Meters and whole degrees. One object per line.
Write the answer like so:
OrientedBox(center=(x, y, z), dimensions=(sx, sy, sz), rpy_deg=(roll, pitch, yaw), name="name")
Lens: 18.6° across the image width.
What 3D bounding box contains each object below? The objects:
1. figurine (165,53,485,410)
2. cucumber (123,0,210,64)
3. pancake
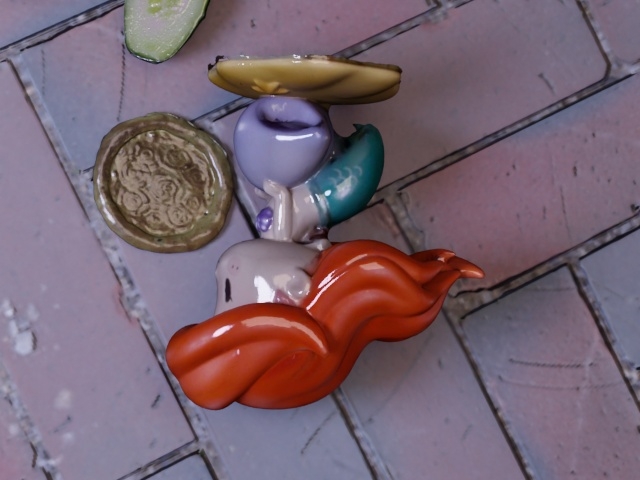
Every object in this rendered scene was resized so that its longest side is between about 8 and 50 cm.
OrientedBox(center=(-0.002, 0.000, 1.440), dimensions=(0.208, 0.181, 0.257), rpy_deg=(4, 89, -42), name="figurine")
OrientedBox(center=(-0.116, -0.184, 1.502), dimensions=(0.067, 0.035, 0.107), rpy_deg=(20, 79, 8), name="cucumber")
OrientedBox(center=(-0.120, -0.044, 1.495), dimensions=(0.115, 0.011, 0.115), rpy_deg=(2, 83, -15), name="pancake")
